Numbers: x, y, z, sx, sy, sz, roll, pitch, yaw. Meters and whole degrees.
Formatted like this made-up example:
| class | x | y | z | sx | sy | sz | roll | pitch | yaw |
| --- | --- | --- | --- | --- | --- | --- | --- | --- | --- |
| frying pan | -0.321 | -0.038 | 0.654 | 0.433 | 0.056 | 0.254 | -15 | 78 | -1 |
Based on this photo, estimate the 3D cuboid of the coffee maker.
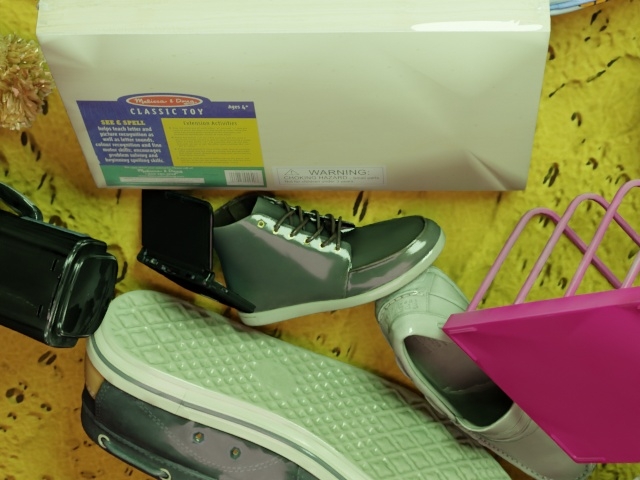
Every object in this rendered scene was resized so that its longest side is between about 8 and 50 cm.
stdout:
| class | x | y | z | sx | sy | sz | roll | pitch | yaw |
| --- | --- | --- | --- | --- | --- | --- | --- | --- | --- |
| coffee maker | -0.298 | 0.031 | 1.393 | 0.178 | 0.171 | 0.120 | 17 | 114 | 18 |

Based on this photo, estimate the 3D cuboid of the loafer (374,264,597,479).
| class | x | y | z | sx | sy | sz | roll | pitch | yaw |
| --- | --- | --- | --- | --- | --- | --- | --- | --- | --- |
| loafer | 0.166 | 0.155 | 1.493 | 0.112 | 0.111 | 0.319 | -37 | 118 | 24 |

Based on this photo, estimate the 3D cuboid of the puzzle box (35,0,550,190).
| class | x | y | z | sx | sy | sz | roll | pitch | yaw |
| --- | --- | --- | --- | --- | --- | --- | --- | --- | --- |
| puzzle box | -0.017 | -0.126 | 1.300 | 0.408 | 0.052 | 0.272 | 1 | 155 | 3 |

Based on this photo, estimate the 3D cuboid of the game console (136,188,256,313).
| class | x | y | z | sx | sy | sz | roll | pitch | yaw |
| --- | --- | --- | --- | --- | --- | --- | --- | --- | --- |
| game console | -0.116 | 0.008 | 1.444 | 0.107 | 0.122 | 0.071 | 34 | 80 | -38 |

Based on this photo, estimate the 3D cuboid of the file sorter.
| class | x | y | z | sx | sy | sz | roll | pitch | yaw |
| --- | --- | --- | --- | --- | --- | --- | --- | --- | --- |
| file sorter | 0.298 | 0.062 | 1.325 | 0.202 | 0.182 | 0.290 | 44 | 152 | -20 |

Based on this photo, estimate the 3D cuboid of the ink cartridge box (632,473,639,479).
| class | x | y | z | sx | sy | sz | roll | pitch | yaw |
| --- | --- | --- | --- | --- | --- | --- | --- | --- | --- |
| ink cartridge box | 0.328 | 0.321 | 1.546 | 0.235 | 0.088 | 0.193 | -45 | 149 | 24 |

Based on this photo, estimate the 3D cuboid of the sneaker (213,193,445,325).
| class | x | y | z | sx | sy | sz | roll | pitch | yaw |
| --- | --- | --- | --- | --- | --- | --- | --- | --- | --- |
| sneaker | 0.000 | 0.000 | 1.436 | 0.222 | 0.083 | 0.118 | -19 | 117 | 15 |

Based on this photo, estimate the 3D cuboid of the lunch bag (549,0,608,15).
| class | x | y | z | sx | sy | sz | roll | pitch | yaw |
| --- | --- | --- | --- | --- | --- | --- | --- | --- | --- |
| lunch bag | 0.164 | -0.307 | 1.229 | 0.303 | 0.115 | 0.243 | -11 | 117 | 9 |

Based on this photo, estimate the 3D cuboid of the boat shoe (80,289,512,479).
| class | x | y | z | sx | sy | sz | roll | pitch | yaw |
| --- | --- | --- | --- | --- | --- | --- | --- | --- | --- |
| boat shoe | -0.015 | 0.220 | 1.516 | 0.500 | 0.187 | 0.156 | 25 | 122 | -4 |

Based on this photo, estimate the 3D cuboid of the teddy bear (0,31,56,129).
| class | x | y | z | sx | sy | sz | roll | pitch | yaw |
| --- | --- | --- | --- | --- | --- | --- | --- | --- | --- |
| teddy bear | -0.395 | -0.193 | 1.333 | 0.245 | 0.113 | 0.338 | -21 | 117 | 13 |
